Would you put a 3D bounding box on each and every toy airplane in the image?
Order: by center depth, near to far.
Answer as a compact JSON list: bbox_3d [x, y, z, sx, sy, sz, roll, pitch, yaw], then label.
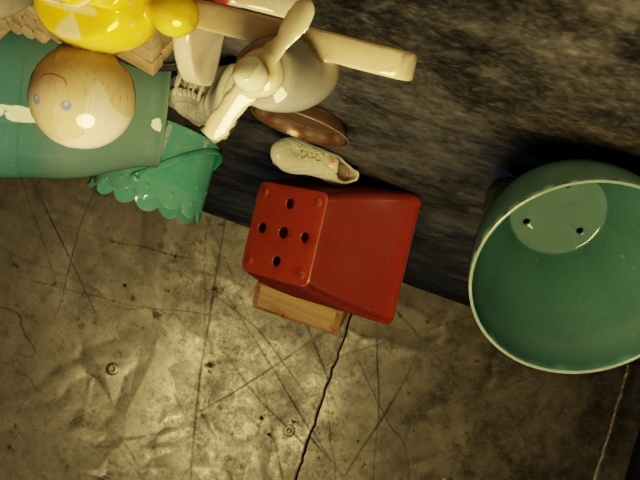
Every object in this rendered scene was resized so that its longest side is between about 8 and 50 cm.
[{"bbox_3d":[-0.163,-0.201,0.782,0.384,0.272,0.386,22,172,-30],"label":"toy airplane"}]

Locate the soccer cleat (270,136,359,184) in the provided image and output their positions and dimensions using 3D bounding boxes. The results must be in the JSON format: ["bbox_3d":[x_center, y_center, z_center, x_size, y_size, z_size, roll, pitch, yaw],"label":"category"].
[{"bbox_3d":[-0.009,-0.147,1.698,0.076,0.068,0.196,6,173,44],"label":"soccer cleat"}]

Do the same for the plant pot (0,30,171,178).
[{"bbox_3d":[-0.361,-0.212,1.388,0.255,0.271,0.272,7,176,-14],"label":"plant pot"}]

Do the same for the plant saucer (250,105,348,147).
[{"bbox_3d":[-0.030,-0.196,1.489,0.168,0.029,0.168,19,174,2],"label":"plant saucer"}]

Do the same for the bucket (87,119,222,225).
[{"bbox_3d":[-0.365,-0.162,2.049,0.281,0.183,0.281,19,174,2],"label":"bucket"}]

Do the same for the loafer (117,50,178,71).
[{"bbox_3d":[-0.281,-0.289,1.243,0.223,0.076,0.078,22,-179,5],"label":"loafer"}]

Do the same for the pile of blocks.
[{"bbox_3d":[-0.303,-0.310,1.086,0.362,0.112,0.149,15,146,27],"label":"pile of blocks"}]

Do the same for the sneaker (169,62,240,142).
[{"bbox_3d":[-0.175,-0.221,1.414,0.118,0.110,0.292,30,171,-13],"label":"sneaker"}]

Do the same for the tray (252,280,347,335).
[{"bbox_3d":[0.010,0.057,2.169,0.203,0.076,0.411,18,-146,10],"label":"tray"}]

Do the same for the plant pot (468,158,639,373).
[{"bbox_3d":[0.336,0.005,1.236,0.290,0.290,0.195,20,-151,-9],"label":"plant pot"}]

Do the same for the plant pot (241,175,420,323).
[{"bbox_3d":[0.000,0.000,1.813,0.267,0.267,0.236,13,180,41],"label":"plant pot"}]

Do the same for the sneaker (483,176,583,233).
[{"bbox_3d":[0.372,-0.036,1.415,0.286,0.109,0.130,13,172,-35],"label":"sneaker"}]
